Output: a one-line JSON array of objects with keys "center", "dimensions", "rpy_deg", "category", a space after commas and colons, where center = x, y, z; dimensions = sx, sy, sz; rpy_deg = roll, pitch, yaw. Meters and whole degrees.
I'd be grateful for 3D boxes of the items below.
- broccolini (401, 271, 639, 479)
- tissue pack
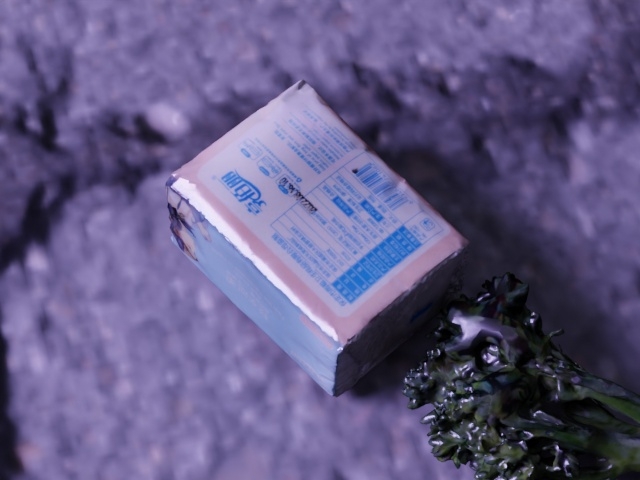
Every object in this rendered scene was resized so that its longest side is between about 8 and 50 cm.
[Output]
[{"center": [0.150, 0.087, 0.674], "dimensions": [0.254, 0.071, 0.057], "rpy_deg": [21, 24, 7], "category": "broccolini"}, {"center": [0.000, 0.000, 0.702], "dimensions": [0.074, 0.059, 0.094], "rpy_deg": [-37, 70, -21], "category": "tissue pack"}]
